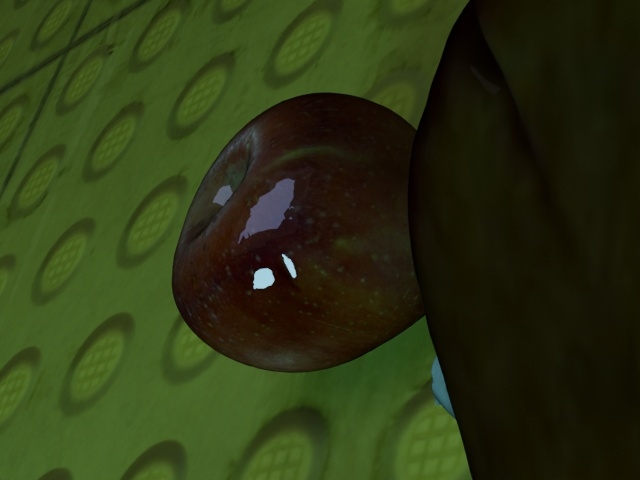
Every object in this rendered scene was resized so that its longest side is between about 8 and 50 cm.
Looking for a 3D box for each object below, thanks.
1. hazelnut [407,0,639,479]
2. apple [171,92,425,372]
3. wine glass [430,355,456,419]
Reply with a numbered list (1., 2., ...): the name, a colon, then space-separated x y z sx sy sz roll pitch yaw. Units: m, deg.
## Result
1. hazelnut: 0.219 0.039 0.412 0.402 0.402 0.429 -47 43 11
2. apple: 0.000 0.000 0.985 0.201 0.162 0.201 -50 21 27
3. wine glass: 0.136 0.105 0.758 0.074 0.074 0.262 -55 27 -3
